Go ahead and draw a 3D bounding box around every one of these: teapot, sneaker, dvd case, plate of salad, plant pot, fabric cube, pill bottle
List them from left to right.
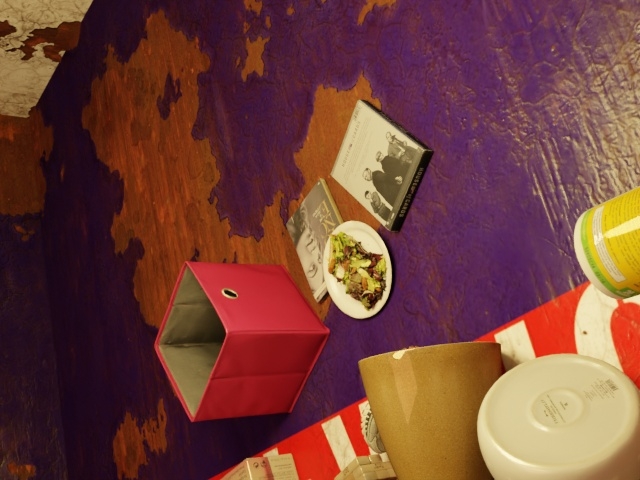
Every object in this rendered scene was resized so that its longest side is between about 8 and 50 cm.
[{"bbox_3d":[-0.180,0.218,1.900,0.254,0.258,0.259,52,128,44],"label":"fabric cube"},{"bbox_3d":[0.000,0.000,1.868,0.164,0.018,0.221,-52,49,38],"label":"dvd case"},{"bbox_3d":[0.065,0.060,1.729,0.200,0.048,0.199,6,99,48],"label":"plate of salad"},{"bbox_3d":[0.115,-0.154,1.710,0.238,0.030,0.179,48,125,46],"label":"dvd case"},{"bbox_3d":[0.147,0.309,1.581,0.093,0.088,0.225,46,124,44],"label":"sneaker"},{"bbox_3d":[0.196,0.307,1.382,0.237,0.237,0.254,-27,66,51],"label":"plant pot"},{"bbox_3d":[0.350,0.297,1.217,0.253,0.256,0.187,4,132,34],"label":"teapot"},{"bbox_3d":[0.468,-0.020,1.113,0.246,0.136,0.136,-32,62,49],"label":"pill bottle"}]

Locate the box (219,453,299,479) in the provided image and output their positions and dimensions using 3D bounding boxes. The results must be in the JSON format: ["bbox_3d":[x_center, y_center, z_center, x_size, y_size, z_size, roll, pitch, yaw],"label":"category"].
[{"bbox_3d":[-0.118,0.612,1.895,0.148,0.127,0.232,-47,51,42],"label":"box"}]

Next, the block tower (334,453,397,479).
[{"bbox_3d":[0.142,0.562,1.566,0.097,0.091,0.335,-54,47,38],"label":"block tower"}]
